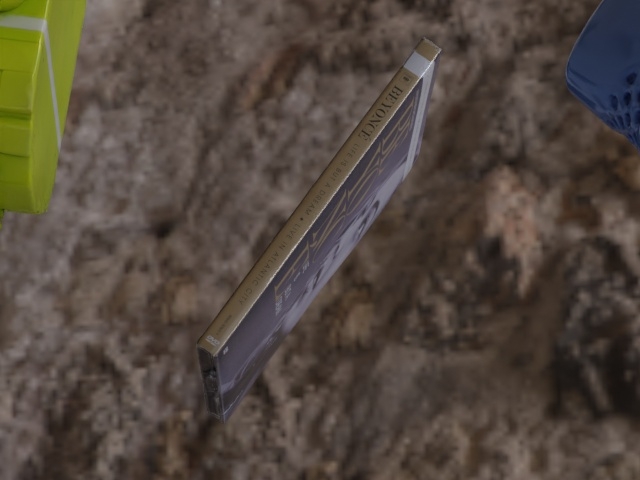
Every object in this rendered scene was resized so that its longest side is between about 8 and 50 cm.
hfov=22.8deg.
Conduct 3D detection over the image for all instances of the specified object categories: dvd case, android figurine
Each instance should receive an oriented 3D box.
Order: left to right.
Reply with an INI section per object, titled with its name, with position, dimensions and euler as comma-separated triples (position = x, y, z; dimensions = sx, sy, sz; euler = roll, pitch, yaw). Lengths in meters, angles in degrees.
[android figurine]
position = -0.193, -0.131, 1.038
dimensions = 0.248, 0.056, 0.273
euler = 104, -6, -67
[dvd case]
position = 0.000, 0.000, 0.943
dimensions = 0.221, 0.018, 0.164
euler = -54, 170, -17

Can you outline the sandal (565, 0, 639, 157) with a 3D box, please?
[sandal]
position = 0.165, -0.063, 0.648
dimensions = 0.126, 0.138, 0.317
euler = 73, 25, -45
